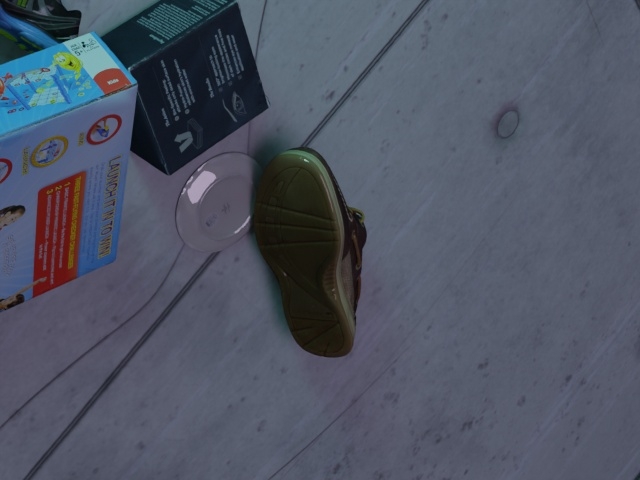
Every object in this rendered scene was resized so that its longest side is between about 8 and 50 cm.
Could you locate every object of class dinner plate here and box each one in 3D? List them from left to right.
[{"bbox_3d":[-0.123,-0.046,1.808,0.141,0.017,0.141,-22,128,-30],"label":"dinner plate"}]

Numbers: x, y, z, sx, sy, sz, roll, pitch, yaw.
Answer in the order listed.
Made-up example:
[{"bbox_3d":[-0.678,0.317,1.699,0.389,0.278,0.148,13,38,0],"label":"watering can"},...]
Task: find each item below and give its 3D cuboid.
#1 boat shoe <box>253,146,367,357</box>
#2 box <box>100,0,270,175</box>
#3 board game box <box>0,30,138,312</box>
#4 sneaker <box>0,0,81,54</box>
[{"bbox_3d":[0.000,0.000,1.895,0.123,0.123,0.342,-62,148,-44],"label":"boat shoe"},{"bbox_3d":[-0.161,-0.189,1.626,0.158,0.093,0.156,-37,135,-22],"label":"box"},{"bbox_3d":[-0.351,-0.039,1.468,0.302,0.086,0.308,-26,153,-30],"label":"board game box"},{"bbox_3d":[-0.322,-0.258,1.468,0.188,0.067,0.078,35,68,-46],"label":"sneaker"}]
